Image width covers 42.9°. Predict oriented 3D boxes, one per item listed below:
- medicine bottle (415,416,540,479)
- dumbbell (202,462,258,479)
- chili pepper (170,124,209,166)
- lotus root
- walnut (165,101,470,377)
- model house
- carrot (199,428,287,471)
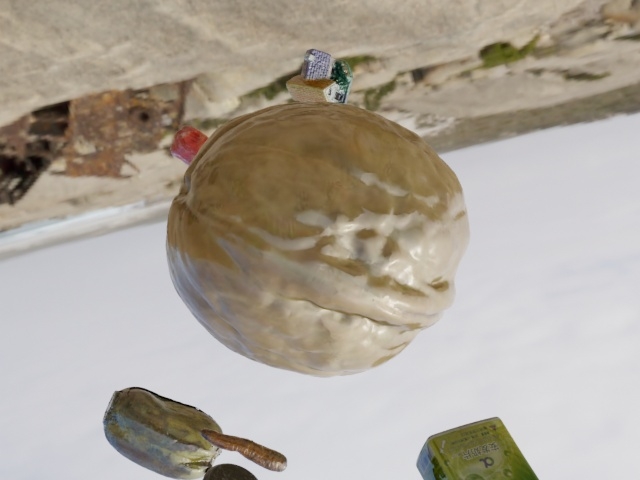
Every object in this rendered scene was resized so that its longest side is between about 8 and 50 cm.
[{"bbox_3d":[0.233,0.353,1.127,0.132,0.188,0.088,-9,137,-24],"label":"medicine bottle"},{"bbox_3d":[-0.166,0.451,1.288,0.100,0.191,0.100,19,-152,-11],"label":"dumbbell"},{"bbox_3d":[-0.226,-0.159,1.537,0.073,0.123,0.070,-50,-173,1],"label":"chili pepper"},{"bbox_3d":[-0.354,0.430,1.814,0.152,0.275,0.160,-58,-174,23],"label":"lotus root"},{"bbox_3d":[0.000,0.000,0.852,0.313,0.277,0.252,24,159,-15],"label":"walnut"},{"bbox_3d":[0.000,-0.304,1.531,0.087,0.101,0.100,16,-177,26],"label":"model house"},{"bbox_3d":[-0.132,0.357,1.401,0.165,0.036,0.035,25,-177,-3],"label":"carrot"}]
